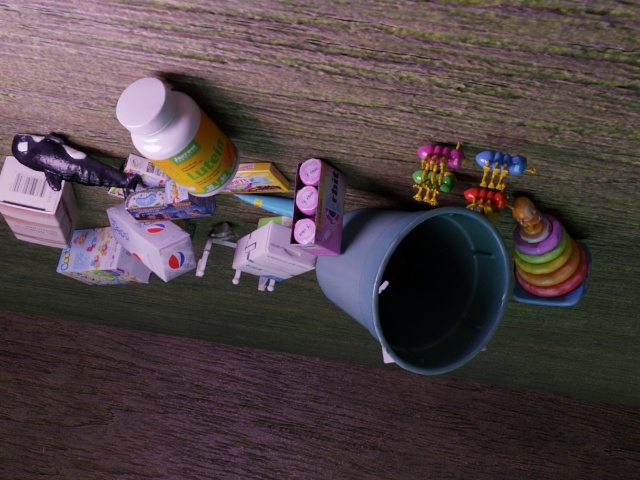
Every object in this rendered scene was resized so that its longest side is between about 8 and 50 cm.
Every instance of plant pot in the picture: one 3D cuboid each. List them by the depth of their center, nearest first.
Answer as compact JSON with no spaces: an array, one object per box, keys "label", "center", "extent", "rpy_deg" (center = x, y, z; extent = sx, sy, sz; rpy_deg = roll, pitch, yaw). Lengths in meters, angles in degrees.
[{"label":"plant pot","center":[0.172,0.075,1.445],"extent":[0.341,0.341,0.334],"rpy_deg":[21,179,-29]}]

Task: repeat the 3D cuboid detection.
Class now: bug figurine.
[{"label":"bug figurine","center":[0.286,-0.122,1.277],"extent":[0.216,0.072,0.279],"rpy_deg":[13,166,8]}]

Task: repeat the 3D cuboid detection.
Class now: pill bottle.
[{"label":"pill bottle","center":[-0.264,-0.192,1.232],"extent":[0.136,0.137,0.246],"rpy_deg":[1,159,23]}]

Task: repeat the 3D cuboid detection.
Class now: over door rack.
[{"label":"over door rack","center":[-0.261,0.095,2.066],"extent":[0.239,0.108,0.324],"rpy_deg":[14,160,-11]}]

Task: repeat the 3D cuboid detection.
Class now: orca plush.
[{"label":"orca plush","center":[-0.567,-0.142,1.492],"extent":[0.287,0.102,0.151],"rpy_deg":[27,155,-19]}]

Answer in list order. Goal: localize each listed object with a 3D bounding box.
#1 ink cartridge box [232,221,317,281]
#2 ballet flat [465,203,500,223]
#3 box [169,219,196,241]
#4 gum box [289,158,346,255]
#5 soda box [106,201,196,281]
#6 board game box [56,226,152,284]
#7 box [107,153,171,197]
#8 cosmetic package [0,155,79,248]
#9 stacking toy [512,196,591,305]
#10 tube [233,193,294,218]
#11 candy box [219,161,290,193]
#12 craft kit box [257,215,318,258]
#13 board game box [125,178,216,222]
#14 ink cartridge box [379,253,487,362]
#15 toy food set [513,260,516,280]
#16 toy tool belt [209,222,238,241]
[{"label":"ink cartridge box","center":[-0.116,0.034,1.707],"extent":[0.148,0.086,0.203],"rpy_deg":[19,157,-27]},{"label":"ballet flat","center":[0.322,-0.033,1.517],"extent":[0.077,0.077,0.231],"rpy_deg":[-7,169,-32]},{"label":"box","center":[-0.439,-0.021,1.828],"extent":[0.179,0.105,0.043],"rpy_deg":[14,162,-14]},{"label":"gum box","center":[-0.003,-0.070,1.387],"extent":[0.062,0.189,0.107],"rpy_deg":[-3,164,31]},{"label":"soda box","center":[-0.427,-0.007,1.657],"extent":[0.286,0.091,0.098],"rpy_deg":[29,136,42]},{"label":"board game box","center":[-0.665,0.051,2.069],"extent":[0.275,0.144,0.142],"rpy_deg":[-3,157,32]},{"label":"box","center":[-0.432,-0.142,1.592],"extent":[0.114,0.036,0.207],"rpy_deg":[18,158,-24]},{"label":"cosmetic package","center":[-0.734,-0.091,1.732],"extent":[0.153,0.129,0.296],"rpy_deg":[11,161,-9]},{"label":"stacking toy","center":[0.485,0.002,1.461],"extent":[0.165,0.175,0.302],"rpy_deg":[1,146,35]},{"label":"tube","center":[-0.104,-0.086,1.589],"extent":[0.207,0.052,0.080],"rpy_deg":[13,173,-2]},{"label":"candy box","center":[-0.181,-0.140,1.502],"extent":[0.205,0.027,0.105],"rpy_deg":[0,156,24]},{"label":"craft kit box","center":[0.000,0.000,1.770],"extent":[0.249,0.061,0.246],"rpy_deg":[-4,154,33]},{"label":"board game box","center":[-0.348,-0.097,1.538],"extent":[0.194,0.060,0.194],"rpy_deg":[-5,169,-6]},{"label":"ink cartridge box","center":[0.279,0.172,1.728],"extent":[0.197,0.270,0.198],"rpy_deg":[-1,167,-30]},{"label":"toy food set","center":[0.488,0.082,1.697],"extent":[0.232,0.105,0.111],"rpy_deg":[-6,156,35]},{"label":"toy tool belt","center":[-0.268,-0.016,1.844],"extent":[0.051,0.052,0.083],"rpy_deg":[34,150,-33]}]
